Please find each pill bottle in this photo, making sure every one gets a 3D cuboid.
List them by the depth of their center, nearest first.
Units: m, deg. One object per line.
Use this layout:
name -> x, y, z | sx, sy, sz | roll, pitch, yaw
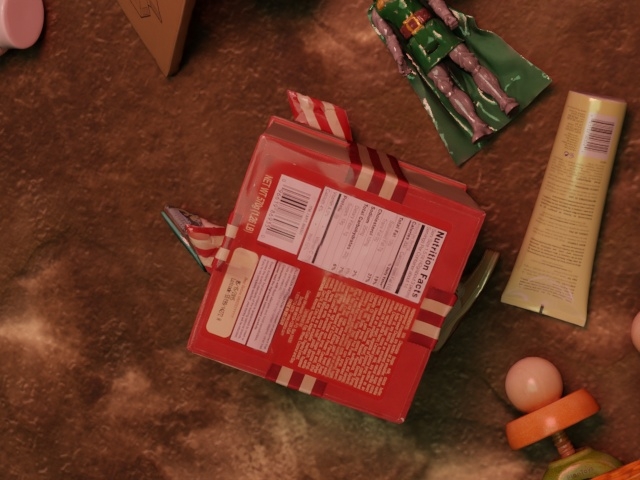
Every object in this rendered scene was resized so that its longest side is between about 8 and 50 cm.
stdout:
pill bottle -> -0.456, -0.287, 1.277 | 0.215, 0.117, 0.117 | 9, 97, 19

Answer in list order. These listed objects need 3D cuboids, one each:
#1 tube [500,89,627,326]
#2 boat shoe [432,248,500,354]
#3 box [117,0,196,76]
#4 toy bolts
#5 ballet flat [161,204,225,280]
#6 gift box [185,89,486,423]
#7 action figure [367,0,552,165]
tube -> 0.259, -0.035, 1.081 | 0.070, 0.062, 0.240 | 34, 116, 59
boat shoe -> 0.146, 0.061, 1.127 | 0.045, 0.050, 0.135 | 35, 104, 8
box -> -0.197, -0.297, 1.161 | 0.021, 0.201, 0.164 | -30, 81, -22
toy bolts -> 0.297, 0.161, 1.015 | 0.229, 0.218, 0.158 | -24, 79, 1
ballet flat -> -0.114, 0.025, 1.217 | 0.070, 0.070, 0.188 | -36, 84, 18
gift box -> 0.000, 0.000, 1.054 | 0.276, 0.258, 0.255 | 25, 99, -2
action figure -> 0.121, -0.211, 1.113 | 0.137, 0.063, 0.232 | -43, 76, 20
